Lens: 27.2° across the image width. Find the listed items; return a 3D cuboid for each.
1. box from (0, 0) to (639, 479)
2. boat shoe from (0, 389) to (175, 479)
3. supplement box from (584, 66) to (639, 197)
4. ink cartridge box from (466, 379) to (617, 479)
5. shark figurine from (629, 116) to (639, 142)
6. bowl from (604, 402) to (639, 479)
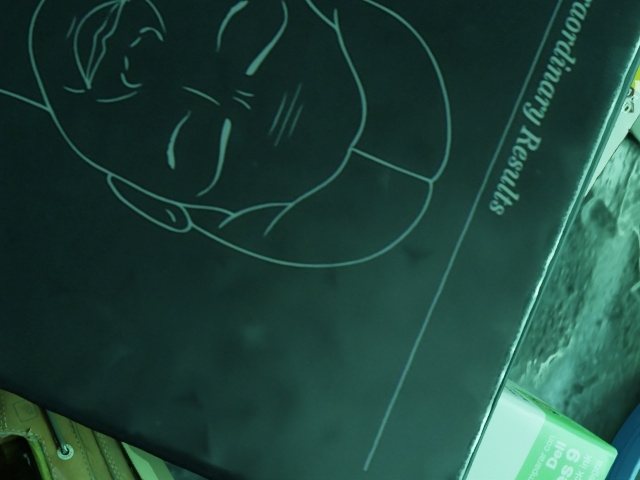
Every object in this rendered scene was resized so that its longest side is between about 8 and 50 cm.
[{"bbox_3d":[-0.080,-0.063,0.640,0.395,0.212,0.293,24,83,2],"label":"box"},{"bbox_3d":[-0.205,0.115,0.893,0.307,0.111,0.104,51,43,10],"label":"boat shoe"},{"bbox_3d":[0.107,-0.079,0.968,0.129,0.191,0.194,34,89,-19],"label":"supplement box"},{"bbox_3d":[0.035,0.117,0.969,0.289,0.211,0.121,29,91,-19],"label":"ink cartridge box"},{"bbox_3d":[0.271,-0.136,1.052,0.166,0.116,0.278,-26,104,-10],"label":"shark figurine"},{"bbox_3d":[0.410,0.265,1.179,0.391,0.077,0.391,-3,100,-17],"label":"bowl"}]
